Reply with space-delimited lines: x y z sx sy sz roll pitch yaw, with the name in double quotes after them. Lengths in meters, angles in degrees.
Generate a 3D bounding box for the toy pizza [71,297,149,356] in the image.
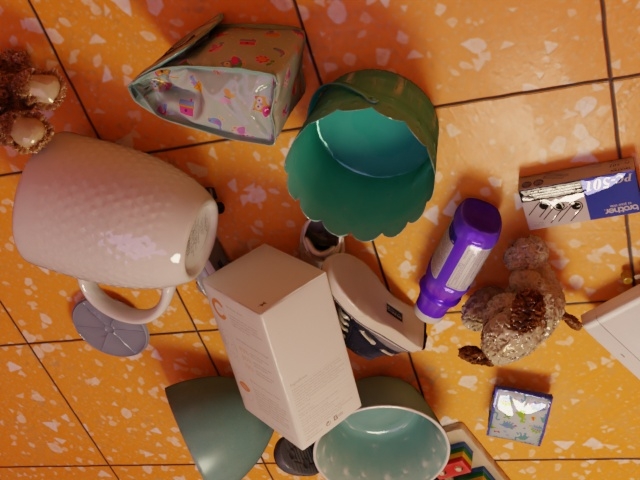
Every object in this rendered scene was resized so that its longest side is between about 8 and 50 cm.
-0.510 0.206 2.102 0.201 0.032 0.201 9 130 10 "toy pizza"

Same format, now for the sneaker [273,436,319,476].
-0.042 0.509 2.062 0.131 0.112 0.319 -21 164 27 "sneaker"

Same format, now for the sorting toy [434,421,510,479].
0.306 0.597 2.154 0.255 0.089 0.257 -24 119 30 "sorting toy"

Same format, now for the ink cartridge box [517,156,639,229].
0.477 -0.085 1.580 0.207 0.046 0.097 -10 126 23 "ink cartridge box"

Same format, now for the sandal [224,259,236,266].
-0.118 0.064 1.866 0.180 0.049 0.072 4 138 10 "sandal"

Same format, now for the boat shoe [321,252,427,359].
0.072 0.154 1.806 0.158 0.127 0.340 -21 133 33 "boat shoe"

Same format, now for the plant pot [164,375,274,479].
-0.229 0.445 2.091 0.195 0.290 0.290 -26 124 -9 "plant pot"

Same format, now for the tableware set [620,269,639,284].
0.641 0.112 1.705 0.104 0.024 0.154 -24 124 25 "tableware set"

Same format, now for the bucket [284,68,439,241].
0.082 -0.160 1.540 0.281 0.183 0.281 8 129 9 "bucket"

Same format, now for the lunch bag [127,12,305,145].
-0.173 -0.285 1.482 0.262 0.223 0.160 10 124 10 "lunch bag"

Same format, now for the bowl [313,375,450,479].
0.136 0.434 1.999 0.311 0.163 0.312 -1 126 -1 "bowl"

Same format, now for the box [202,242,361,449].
-0.076 0.213 1.759 0.215 0.168 0.345 23 137 48 "box"

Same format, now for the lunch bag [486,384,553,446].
0.447 0.381 1.935 0.128 0.096 0.151 8 139 10 "lunch bag"

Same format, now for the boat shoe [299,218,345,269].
0.000 0.000 1.748 0.098 0.096 0.277 10 130 6 "boat shoe"

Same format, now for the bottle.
0.264 0.051 1.702 0.092 0.118 0.283 20 130 -2 "bottle"

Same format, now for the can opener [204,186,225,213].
-0.280 -0.054 1.821 0.186 0.073 0.059 -21 159 32 "can opener"

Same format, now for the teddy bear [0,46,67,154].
-0.624 -0.258 1.649 0.337 0.245 0.113 -6 170 23 "teddy bear"

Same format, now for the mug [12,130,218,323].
-0.387 -0.001 1.704 0.328 0.276 0.374 15 119 11 "mug"

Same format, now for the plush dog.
0.381 0.155 1.654 0.210 0.225 0.262 39 132 11 "plush dog"

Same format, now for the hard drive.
0.724 0.140 1.670 0.233 0.047 0.353 39 124 -23 "hard drive"

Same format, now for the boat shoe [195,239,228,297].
-0.238 0.083 1.905 0.081 0.079 0.228 -4 122 30 "boat shoe"
